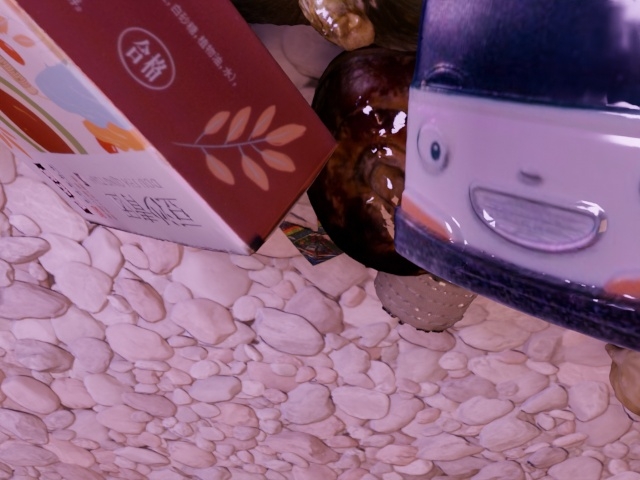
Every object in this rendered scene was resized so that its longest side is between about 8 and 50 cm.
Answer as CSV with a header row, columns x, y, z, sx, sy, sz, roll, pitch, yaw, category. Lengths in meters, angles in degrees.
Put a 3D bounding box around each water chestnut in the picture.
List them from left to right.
x,y,z,sx,sy,sz,roll,pitch,yaw,category
0.092,-0.086,0.660,0.223,0.238,0.224,14,112,37,water chestnut

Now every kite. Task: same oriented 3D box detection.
x,y,z,sx,sy,sz,roll,pitch,yaw,category
0.000,0.000,0.875,0.122,0.004,0.090,8,132,0,kite

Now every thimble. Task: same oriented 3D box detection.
x,y,z,sx,sy,sz,roll,pitch,yaw,category
0.129,0.045,0.832,0.115,0.102,0.090,35,131,10,thimble

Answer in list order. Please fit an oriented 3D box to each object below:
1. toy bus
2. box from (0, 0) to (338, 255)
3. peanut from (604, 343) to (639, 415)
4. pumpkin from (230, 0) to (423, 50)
x,y,z,sx,sy,sz,roll,pitch,yaw,category
0.264,-0.110,0.432,0.440,0.209,0.249,-16,115,-34,toy bus
-0.226,-0.170,0.560,0.344,0.122,0.385,9,147,52,box
0.502,0.139,0.841,0.291,0.143,0.159,-4,141,7,peanut
0.013,-0.236,0.503,0.317,0.222,0.139,10,172,-6,pumpkin
